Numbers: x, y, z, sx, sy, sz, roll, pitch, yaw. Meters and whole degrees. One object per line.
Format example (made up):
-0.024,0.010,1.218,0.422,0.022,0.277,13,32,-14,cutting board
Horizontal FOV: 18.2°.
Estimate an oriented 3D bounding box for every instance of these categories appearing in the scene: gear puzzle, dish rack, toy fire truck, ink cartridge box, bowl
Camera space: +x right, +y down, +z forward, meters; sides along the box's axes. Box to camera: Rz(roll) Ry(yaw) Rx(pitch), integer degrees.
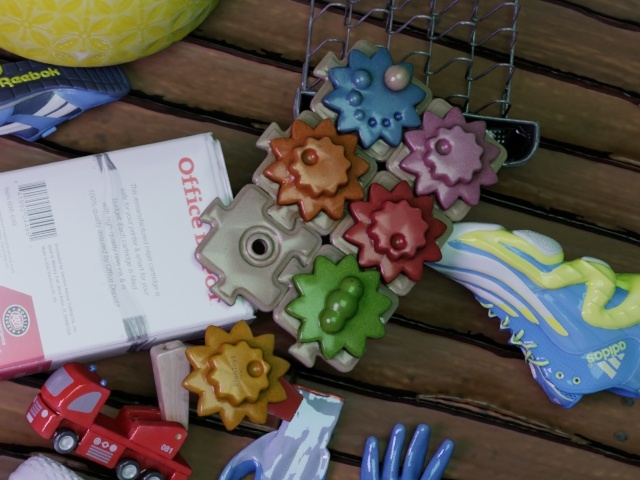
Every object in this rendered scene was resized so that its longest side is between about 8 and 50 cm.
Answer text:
0.000,0.000,1.580,0.175,0.044,0.339,38,72,-4,gear puzzle
0.085,-0.196,1.705,0.208,0.074,0.271,7,78,-9,dish rack
-0.123,0.129,1.587,0.192,0.047,0.135,30,95,-31,toy fire truck
-0.175,0.014,1.611,0.218,0.092,0.158,-12,82,-11,ink cartridge box
-0.191,-0.302,1.615,0.289,0.156,0.289,4,70,-10,bowl

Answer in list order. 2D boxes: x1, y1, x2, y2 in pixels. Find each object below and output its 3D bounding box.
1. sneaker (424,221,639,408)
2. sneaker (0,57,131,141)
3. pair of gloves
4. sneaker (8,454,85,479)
0.186,0.067,1.664,0.240,0.091,0.126,16,78,-7,sneaker
-0.227,-0.118,1.650,0.144,0.059,0.053,-10,49,-27,sneaker
0.016,0.209,1.644,0.198,0.023,0.159,21,77,-6,pair of gloves
-0.184,0.357,1.521,0.210,0.137,0.366,-32,90,-17,sneaker
